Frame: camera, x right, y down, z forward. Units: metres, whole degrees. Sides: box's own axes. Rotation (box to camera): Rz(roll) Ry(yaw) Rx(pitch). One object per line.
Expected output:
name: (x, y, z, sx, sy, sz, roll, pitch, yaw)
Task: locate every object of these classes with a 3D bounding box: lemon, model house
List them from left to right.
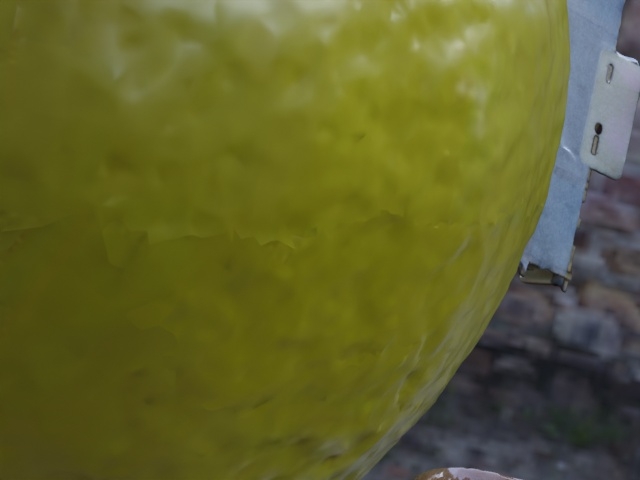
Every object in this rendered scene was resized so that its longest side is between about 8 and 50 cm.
lemon: (-0.088, -0.046, 0.589, 0.348, 0.347, 0.348, 10, 12, -2)
model house: (0.078, -0.103, 1.212, 0.206, 0.271, 0.178, 2, -12, 46)

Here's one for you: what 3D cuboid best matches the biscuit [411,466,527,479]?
biscuit: (0.285, 0.315, 1.848, 0.455, 0.078, 0.349, 10, -22, 21)
